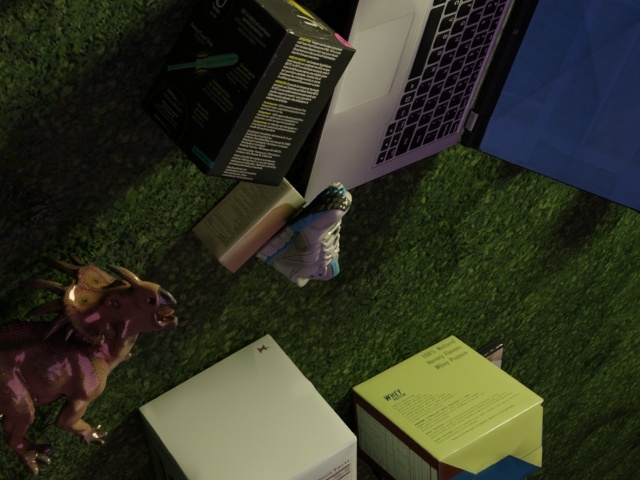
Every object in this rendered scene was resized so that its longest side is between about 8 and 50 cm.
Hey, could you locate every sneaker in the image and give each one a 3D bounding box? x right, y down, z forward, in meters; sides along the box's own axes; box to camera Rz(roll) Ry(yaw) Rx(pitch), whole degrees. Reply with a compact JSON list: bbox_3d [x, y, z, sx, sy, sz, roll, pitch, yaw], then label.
[{"bbox_3d":[0.000,0.000,1.411,0.071,0.083,0.190,-43,-179,-29],"label":"sneaker"}]

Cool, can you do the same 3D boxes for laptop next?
[{"bbox_3d":[0.229,-0.158,1.370,0.407,0.236,0.382,-24,149,-31],"label":"laptop"}]

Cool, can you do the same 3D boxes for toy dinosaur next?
[{"bbox_3d":[-0.290,0.116,1.274,0.295,0.127,0.200,-21,135,-11],"label":"toy dinosaur"}]

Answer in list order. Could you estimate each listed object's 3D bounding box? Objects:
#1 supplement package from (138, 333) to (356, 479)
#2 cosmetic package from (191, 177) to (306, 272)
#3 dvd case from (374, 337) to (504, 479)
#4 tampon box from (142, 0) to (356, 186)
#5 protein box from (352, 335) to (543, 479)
[{"bbox_3d":[-0.087,0.304,1.616,0.198,0.199,0.263,-29,144,-21],"label":"supplement package"},{"bbox_3d":[-0.078,-0.027,1.387,0.115,0.060,0.041,-43,147,1],"label":"cosmetic package"},{"bbox_3d":[0.192,0.275,2.044,0.253,0.022,0.180,-29,144,-21],"label":"dvd case"},{"bbox_3d":[-0.068,-0.153,1.201,0.101,0.120,0.161,6,123,-49],"label":"tampon box"},{"bbox_3d":[0.186,0.276,1.852,0.199,0.201,0.136,-24,128,-27],"label":"protein box"}]
